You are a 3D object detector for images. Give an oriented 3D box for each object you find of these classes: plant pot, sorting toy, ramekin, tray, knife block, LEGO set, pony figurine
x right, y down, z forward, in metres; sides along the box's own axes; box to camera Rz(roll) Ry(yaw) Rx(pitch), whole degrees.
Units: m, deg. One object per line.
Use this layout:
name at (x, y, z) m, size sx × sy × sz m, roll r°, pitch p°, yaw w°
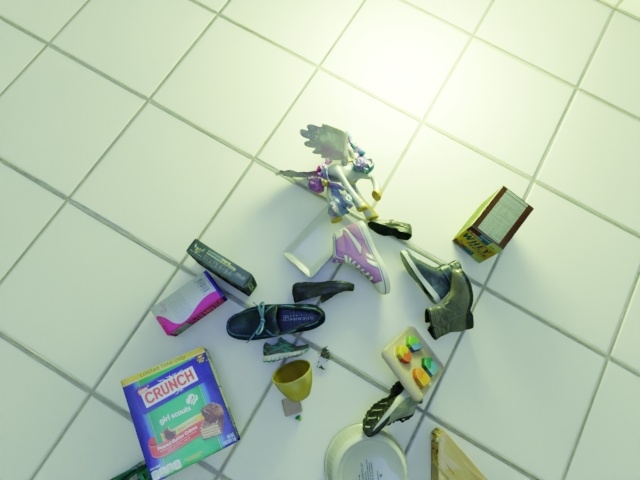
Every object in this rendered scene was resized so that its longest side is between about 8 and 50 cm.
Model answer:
plant pot at (-0.081, 0.472, 1.436) m, size 0.134 × 0.134 × 0.095 m, roll -20°, pitch 105°, yaw -8°
sorting toy at (-0.093, 0.567, 1.456) m, size 0.062 × 0.012 × 0.083 m, roll -14°, pitch 72°, yaw -12°
ramekin at (0.150, 0.723, 1.366) m, size 0.273 × 0.127 × 0.272 m, roll 1°, pitch 74°, yaw -3°
tray at (0.000, 0.000, 1.611) m, size 0.145 × 0.030 × 0.270 m, roll 41°, pitch 76°, yaw 7°
knife block at (0.481, 0.759, 1.394) m, size 0.242 × 0.088 × 0.275 m, roll 5°, pitch 74°, yaw -2°
LEGO set at (0.012, 0.405, 1.506) m, size 0.054 × 0.023 × 0.083 m, roll 34°, pitch 89°, yaw 9°
sorting toy at (0.319, 0.404, 1.459) m, size 0.208 × 0.038 × 0.193 m, roll -24°, pitch 74°, yaw -47°
pony figurine at (0.055, -0.247, 1.587) m, size 0.351 × 0.303 × 0.363 m, roll -6°, pitch 68°, yaw -38°

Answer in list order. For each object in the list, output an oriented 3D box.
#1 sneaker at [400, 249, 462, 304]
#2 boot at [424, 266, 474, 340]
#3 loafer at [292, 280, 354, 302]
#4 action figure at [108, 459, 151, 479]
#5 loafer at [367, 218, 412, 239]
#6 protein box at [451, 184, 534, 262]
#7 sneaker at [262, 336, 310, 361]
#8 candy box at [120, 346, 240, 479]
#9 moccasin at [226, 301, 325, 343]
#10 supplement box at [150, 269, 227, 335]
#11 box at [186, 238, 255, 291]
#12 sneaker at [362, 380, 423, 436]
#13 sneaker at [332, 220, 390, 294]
sneaker at (0.407, 0.093, 1.571) m, size 0.163 × 0.086 × 0.226 m, roll -37°, pitch 87°, yaw -3°
boot at (0.438, 0.225, 1.500) m, size 0.161 × 0.083 × 0.246 m, roll -14°, pitch 107°, yaw -9°
loafer at (0.011, 0.184, 1.541) m, size 0.223 × 0.076 × 0.078 m, roll -4°, pitch 80°, yaw 1°
action figure at (-0.541, 0.734, 1.365) m, size 0.232 × 0.063 × 0.137 m, roll -38°, pitch 76°, yaw -16°
loafer at (0.261, -0.052, 1.631) m, size 0.170 × 0.062 × 0.061 m, roll 17°, pitch 52°, yaw -2°
protein box at (0.616, -0.053, 1.570) m, size 0.136 × 0.200 × 0.201 m, roll 40°, pitch 76°, yaw 8°
sneaker at (-0.121, 0.367, 1.488) m, size 0.167 × 0.065 × 0.076 m, roll -9°, pitch 71°, yaw -7°
candy box at (-0.435, 0.535, 1.368) m, size 0.268 × 0.122 × 0.317 m, roll -22°, pitch 71°, yaw -16°
moccasin at (-0.154, 0.260, 1.485) m, size 0.342 × 0.117 × 0.137 m, roll -11°, pitch 75°, yaw -6°
supplement box at (-0.445, 0.218, 1.485) m, size 0.220 × 0.114 × 0.111 m, roll -35°, pitch 80°, yaw -13°
box at (-0.332, 0.096, 1.488) m, size 0.233 × 0.183 × 0.059 m, roll 31°, pitch 75°, yaw 6°
sneaker at (0.243, 0.547, 1.397) m, size 0.271 × 0.100 × 0.108 m, roll -25°, pitch 87°, yaw -38°
sneaker at (0.132, 0.084, 1.553) m, size 0.161 × 0.102 × 0.282 m, roll -23°, pitch 76°, yaw -12°
